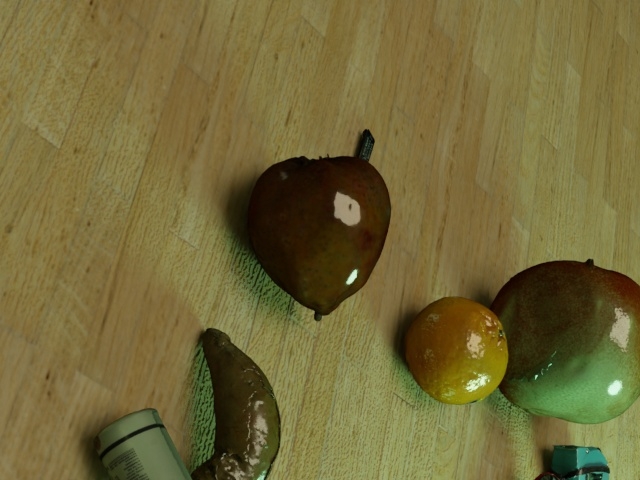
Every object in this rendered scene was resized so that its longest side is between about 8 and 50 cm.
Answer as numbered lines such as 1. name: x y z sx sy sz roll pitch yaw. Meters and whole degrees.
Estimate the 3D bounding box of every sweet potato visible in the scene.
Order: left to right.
1. sweet potato: -0.114 0.257 1.535 0.124 0.098 0.310 16 60 -12

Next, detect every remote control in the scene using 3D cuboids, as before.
1. remote control: 0.070 -0.140 1.975 0.034 0.016 0.091 57 39 -43

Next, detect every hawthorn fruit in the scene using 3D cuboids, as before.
1. hawthorn fruit: 0.000 0.000 1.712 0.208 0.208 0.248 -23 112 -51

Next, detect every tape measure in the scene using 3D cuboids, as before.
1. tape measure: 0.469 0.436 2.186 0.146 0.081 0.125 12 78 -47

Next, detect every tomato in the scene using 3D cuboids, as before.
1. tomato: 0.432 0.186 2.071 0.303 0.303 0.239 41 46 -33

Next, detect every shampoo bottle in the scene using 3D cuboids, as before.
1. shampoo bottle: -0.170 0.326 1.395 0.085 0.085 0.262 -8 62 -51

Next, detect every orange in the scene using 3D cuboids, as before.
1. orange: 0.221 0.177 1.934 0.177 0.155 0.178 10 73 -35

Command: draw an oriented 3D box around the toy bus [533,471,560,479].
1. toy bus: 0.357 0.483 2.025 0.081 0.089 0.195 53 43 -23
